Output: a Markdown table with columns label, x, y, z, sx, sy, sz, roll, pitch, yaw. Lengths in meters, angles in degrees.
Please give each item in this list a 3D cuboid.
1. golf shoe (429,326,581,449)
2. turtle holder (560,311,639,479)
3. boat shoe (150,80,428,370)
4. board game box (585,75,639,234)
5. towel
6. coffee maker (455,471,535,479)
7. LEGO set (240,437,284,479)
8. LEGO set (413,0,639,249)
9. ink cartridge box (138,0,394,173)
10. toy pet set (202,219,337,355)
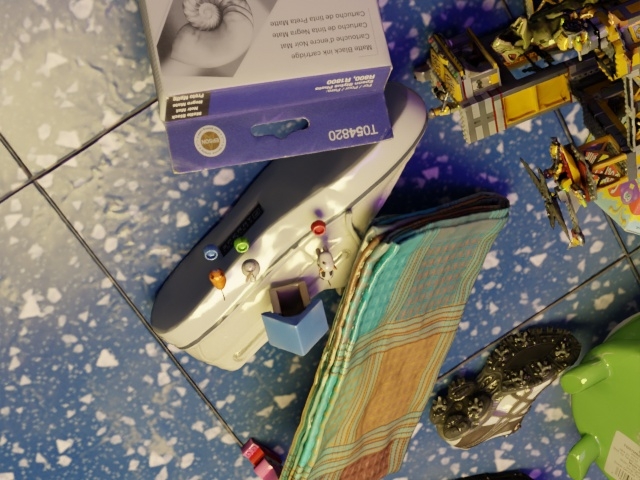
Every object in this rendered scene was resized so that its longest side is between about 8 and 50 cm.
| label | x | y | z | sx | sy | sz | roll | pitch | yaw |
| --- | --- | --- | --- | --- | --- | --- | --- | --- | --- |
| golf shoe | 0.224 | 0.177 | 1.661 | 0.198 | 0.077 | 0.094 | -31 | 139 | 2 |
| turtle holder | 0.420 | 0.163 | 1.624 | 0.227 | 0.243 | 0.320 | -36 | 118 | -30 |
| boat shoe | 0.001 | 0.006 | 1.445 | 0.156 | 0.136 | 0.367 | 37 | 103 | -31 |
| board game box | 0.409 | -0.143 | 1.502 | 0.142 | 0.144 | 0.275 | 14 | 111 | -25 |
| towel | 0.077 | 0.129 | 1.511 | 0.271 | 0.040 | 0.370 | -15 | 130 | -54 |
| coffee maker | 0.196 | 0.390 | 1.744 | 0.171 | 0.120 | 0.178 | 5 | 116 | 4 |
| LEGO set | -0.017 | 0.337 | 1.639 | 0.227 | 0.093 | 0.087 | 37 | 101 | -31 |
| LEGO set | 0.197 | -0.173 | 1.333 | 0.192 | 0.331 | 0.255 | -22 | 142 | -5 |
| ink cartridge box | -0.050 | -0.189 | 1.304 | 0.223 | 0.045 | 0.224 | -11 | 83 | -14 |
| toy pet set | -0.041 | 0.053 | 1.358 | 0.122 | 0.065 | 0.114 | -14 | 130 | -1 |
